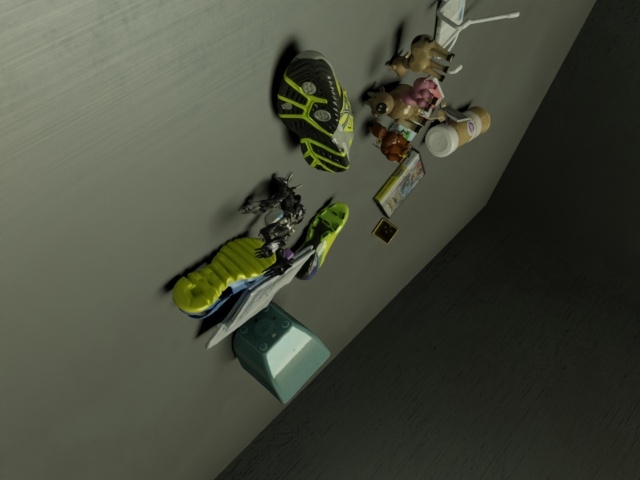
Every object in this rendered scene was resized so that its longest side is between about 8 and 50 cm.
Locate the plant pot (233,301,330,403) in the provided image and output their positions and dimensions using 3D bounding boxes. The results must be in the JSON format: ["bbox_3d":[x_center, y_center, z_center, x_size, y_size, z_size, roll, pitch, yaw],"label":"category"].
[{"bbox_3d":[-0.156,0.356,2.107,0.248,0.247,0.252,-45,144,-18],"label":"plant pot"}]

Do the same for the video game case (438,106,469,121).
[{"bbox_3d":[0.501,-0.471,2.284,0.122,0.087,0.011,-24,145,-54],"label":"video game case"}]

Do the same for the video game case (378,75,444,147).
[{"bbox_3d":[0.310,-0.406,2.060,0.285,0.025,0.204,-53,162,7],"label":"video game case"}]

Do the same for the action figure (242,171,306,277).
[{"bbox_3d":[-0.118,-0.052,1.552,0.164,0.141,0.276,61,26,-43],"label":"action figure"}]

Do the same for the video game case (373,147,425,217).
[{"bbox_3d":[0.320,-0.218,2.426,0.248,0.035,0.275,-51,162,0],"label":"video game case"}]

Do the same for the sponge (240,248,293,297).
[{"bbox_3d":[-0.168,0.121,1.931,0.210,0.031,0.117,-39,159,-31],"label":"sponge"}]

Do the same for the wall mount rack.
[{"bbox_3d":[0.446,-0.652,1.744,0.304,0.130,0.350,-47,162,-11],"label":"wall mount rack"}]

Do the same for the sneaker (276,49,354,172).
[{"bbox_3d":[-0.003,-0.308,1.397,0.385,0.145,0.147,74,26,-65],"label":"sneaker"}]

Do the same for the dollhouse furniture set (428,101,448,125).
[{"bbox_3d":[0.400,-0.452,2.164,0.114,0.081,0.091,1,82,-69],"label":"dollhouse furniture set"}]

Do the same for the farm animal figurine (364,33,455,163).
[{"bbox_3d":[0.224,-0.394,1.687,0.330,0.172,0.327,-63,172,12],"label":"farm animal figurine"}]

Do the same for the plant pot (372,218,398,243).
[{"bbox_3d":[0.283,-0.044,2.613,0.081,0.081,0.083,-56,173,15],"label":"plant pot"}]

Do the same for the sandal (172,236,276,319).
[{"bbox_3d":[-0.251,0.101,1.584,0.317,0.126,0.138,-30,162,-32],"label":"sandal"}]

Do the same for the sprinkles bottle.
[{"bbox_3d":[0.547,-0.435,2.412,0.355,0.121,0.121,-33,154,-45],"label":"sprinkles bottle"}]

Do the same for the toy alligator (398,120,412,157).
[{"bbox_3d":[0.258,-0.324,1.981,0.051,0.056,0.190,-5,150,-5],"label":"toy alligator"}]

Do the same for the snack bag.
[{"bbox_3d":[-0.184,0.178,1.823,0.323,0.037,0.342,-35,168,-51],"label":"snack bag"}]

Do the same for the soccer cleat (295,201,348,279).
[{"bbox_3d":[-0.001,-0.001,1.991,0.289,0.093,0.121,-59,167,6],"label":"soccer cleat"}]

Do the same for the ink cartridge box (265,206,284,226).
[{"bbox_3d":[-0.125,-0.052,1.706,0.048,0.028,0.083,-44,161,-19],"label":"ink cartridge box"}]
